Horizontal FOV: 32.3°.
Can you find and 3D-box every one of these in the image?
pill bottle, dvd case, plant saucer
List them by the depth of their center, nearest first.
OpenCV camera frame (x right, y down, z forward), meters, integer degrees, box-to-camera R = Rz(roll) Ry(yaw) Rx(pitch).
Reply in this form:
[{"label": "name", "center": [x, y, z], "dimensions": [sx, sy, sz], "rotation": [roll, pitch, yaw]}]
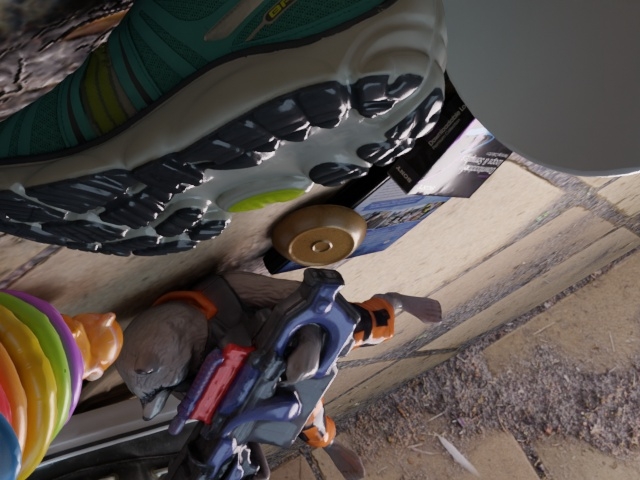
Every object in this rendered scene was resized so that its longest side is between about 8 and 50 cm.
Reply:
[{"label": "pill bottle", "center": [0.235, -0.147, 0.575], "dimensions": [0.363, 0.210, 0.210], "rotation": [-16, 161, -41]}, {"label": "plant saucer", "center": [0.000, 0.000, 0.951], "dimensions": [0.083, 0.015, 0.083], "rotation": [-6, 144, -4]}, {"label": "dvd case", "center": [0.082, -0.051, 0.998], "dimensions": [0.180, 0.022, 0.253], "rotation": [-10, 157, -50]}]

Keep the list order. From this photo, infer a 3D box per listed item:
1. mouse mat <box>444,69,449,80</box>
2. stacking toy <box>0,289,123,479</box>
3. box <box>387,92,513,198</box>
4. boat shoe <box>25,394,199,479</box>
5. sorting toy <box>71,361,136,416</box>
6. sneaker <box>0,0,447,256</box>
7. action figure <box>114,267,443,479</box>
[{"label": "mouse mat", "center": [0.091, -0.150, 0.702], "dimensions": [0.153, 0.007, 0.190], "rotation": [-15, 161, -45]}, {"label": "stacking toy", "center": [-0.212, 0.090, 0.706], "dimensions": [0.175, 0.166, 0.302], "rotation": [-47, 172, 20]}, {"label": "box", "center": [0.136, -0.097, 0.854], "dimensions": [0.162, 0.029, 0.116], "rotation": [-47, 157, 24]}, {"label": "boat shoe", "center": [-0.233, 0.233, 1.047], "dimensions": [0.335, 0.119, 0.121], "rotation": [-18, 165, -21]}, {"label": "sorting toy", "center": [-0.177, 0.134, 1.122], "dimensions": [0.208, 0.038, 0.193], "rotation": [-35, 165, 39]}, {"label": "sneaker", "center": [-0.066, -0.063, 0.500], "dimensions": [0.275, 0.110, 0.107], "rotation": [-17, 155, 28]}, {"label": "action figure", "center": [-0.068, 0.142, 1.028], "dimensions": [0.330, 0.178, 0.341], "rotation": [21, 111, -47]}]
